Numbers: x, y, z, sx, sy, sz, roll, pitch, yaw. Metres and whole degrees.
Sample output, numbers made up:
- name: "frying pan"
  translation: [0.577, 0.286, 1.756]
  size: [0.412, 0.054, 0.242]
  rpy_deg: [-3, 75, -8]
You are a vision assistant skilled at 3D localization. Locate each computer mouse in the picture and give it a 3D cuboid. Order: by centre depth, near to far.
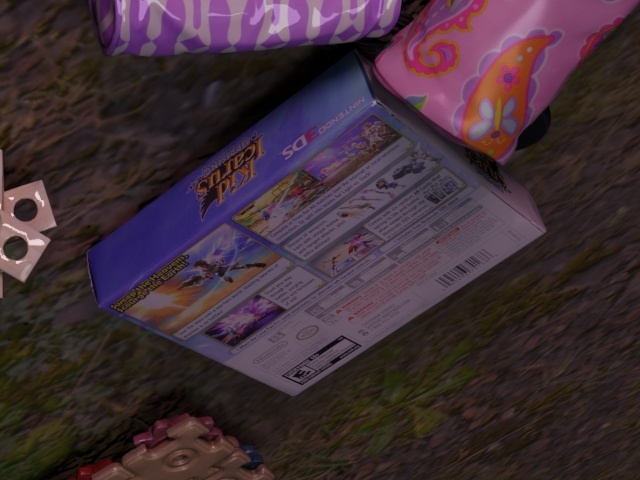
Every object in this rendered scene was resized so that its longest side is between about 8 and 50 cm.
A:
- name: "computer mouse"
  translation: [0.084, -0.128, 1.040]
  size: [0.071, 0.041, 0.242]
  rpy_deg: [-32, 139, 34]

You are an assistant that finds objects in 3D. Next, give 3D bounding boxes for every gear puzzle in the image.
- name: "gear puzzle"
  translation: [-0.216, 0.261, 1.298]
  size: [0.339, 0.044, 0.175]
  rpy_deg: [-32, 143, 10]

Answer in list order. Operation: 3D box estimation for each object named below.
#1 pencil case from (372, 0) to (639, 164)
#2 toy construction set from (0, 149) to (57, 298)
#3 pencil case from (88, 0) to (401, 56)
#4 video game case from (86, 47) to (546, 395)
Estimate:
- name: "pencil case"
  translation: [0.158, -0.188, 0.917]
  size: [0.124, 0.124, 0.284]
  rpy_deg: [23, 111, -44]
- name: "toy construction set"
  translation: [-0.275, -0.046, 0.822]
  size: [0.215, 0.151, 0.327]
  rpy_deg: [-37, 164, -9]
- name: "pencil case"
  translation: [-0.044, -0.163, 0.880]
  size: [0.206, 0.086, 0.088]
  rpy_deg: [-10, 153, -21]
- name: "video game case"
  translation: [0.000, 0.000, 1.088]
  size: [0.269, 0.061, 0.244]
  rpy_deg: [-35, 142, 21]
